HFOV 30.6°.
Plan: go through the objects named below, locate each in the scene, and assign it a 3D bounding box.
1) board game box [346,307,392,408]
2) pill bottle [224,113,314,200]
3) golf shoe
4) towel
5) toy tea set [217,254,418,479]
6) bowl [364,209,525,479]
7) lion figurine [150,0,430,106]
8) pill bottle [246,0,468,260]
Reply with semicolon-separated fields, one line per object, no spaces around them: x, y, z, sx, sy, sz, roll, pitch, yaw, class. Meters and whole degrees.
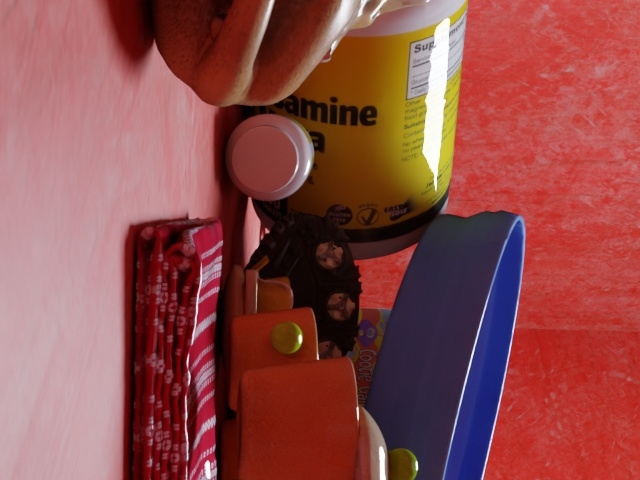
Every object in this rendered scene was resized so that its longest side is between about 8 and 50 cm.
0.001;0.161;1.230;0.275;0.142;0.144;89;5;-76;board game box
-0.038;-0.063;0.873;0.116;0.065;0.065;-84;175;-84;pill bottle
-0.037;0.112;0.966;0.120;0.105;0.273;165;-67;-75;golf shoe
-0.066;0.127;0.590;0.199;0.031;0.275;-85;177;-88;towel
0.002;0.128;0.743;0.336;0.124;0.200;-131;-137;-79;toy tea set
0.104;0.160;1.044;0.391;0.077;0.391;12;90;-75;bowl
-0.018;-0.155;0.569;0.240;0.142;0.392;-64;177;31;lion figurine
0.028;-0.163;0.999;0.188;0.187;0.334;-87;178;-51;pill bottle
